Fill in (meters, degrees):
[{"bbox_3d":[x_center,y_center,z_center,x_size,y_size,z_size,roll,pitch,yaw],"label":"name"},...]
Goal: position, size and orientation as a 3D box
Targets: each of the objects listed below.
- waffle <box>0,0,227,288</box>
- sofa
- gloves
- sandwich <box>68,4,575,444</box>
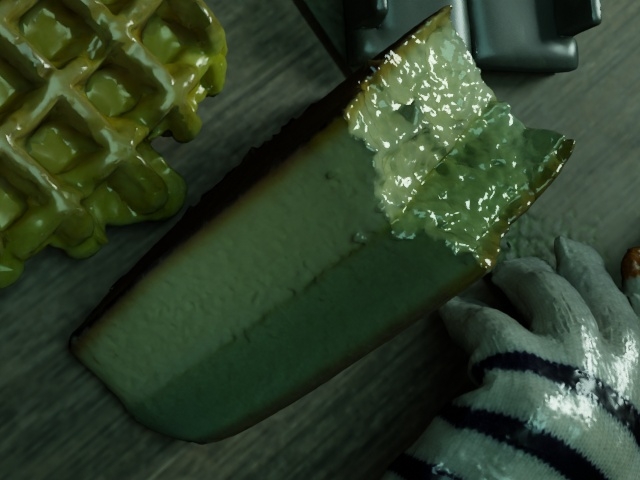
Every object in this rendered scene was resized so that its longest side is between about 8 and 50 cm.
[{"bbox_3d":[-0.186,-0.124,0.805,0.329,0.062,0.329,4,79,-22],"label":"waffle"},{"bbox_3d":[0.089,-0.141,0.927,0.147,0.060,0.085,0,82,-24],"label":"sofa"},{"bbox_3d":[0.126,0.088,0.871,0.140,0.131,0.218,46,76,-13],"label":"gloves"},{"bbox_3d":[0.000,0.000,0.797,0.220,0.186,0.108,-44,97,-23],"label":"sandwich"}]
